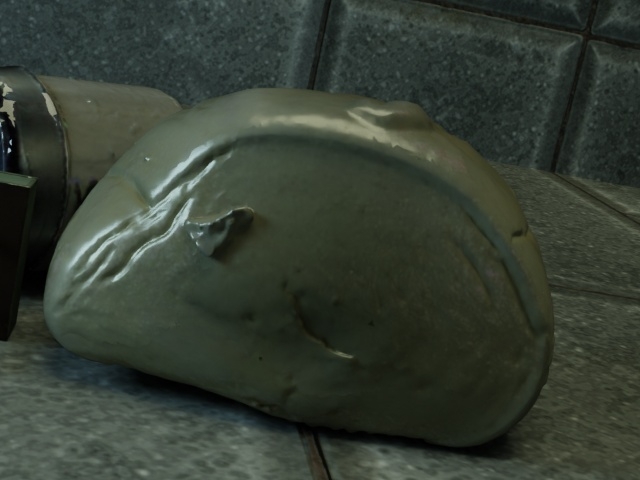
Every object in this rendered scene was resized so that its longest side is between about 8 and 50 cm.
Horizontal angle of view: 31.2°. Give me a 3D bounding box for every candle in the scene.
[{"bbox_3d":[-0.205,-0.058,1.064,0.330,0.187,0.187,0,18,-46],"label":"candle"}]

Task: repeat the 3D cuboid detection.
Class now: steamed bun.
[{"bbox_3d":[-0.003,-0.004,0.886,0.383,0.236,0.247,12,12,-2],"label":"steamed bun"}]

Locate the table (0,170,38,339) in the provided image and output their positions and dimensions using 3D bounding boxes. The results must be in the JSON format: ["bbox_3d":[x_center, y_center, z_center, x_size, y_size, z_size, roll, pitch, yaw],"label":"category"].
[{"bbox_3d":[-0.338,0.001,0.818,0.240,0.121,0.111,10,13,-7],"label":"table"}]
